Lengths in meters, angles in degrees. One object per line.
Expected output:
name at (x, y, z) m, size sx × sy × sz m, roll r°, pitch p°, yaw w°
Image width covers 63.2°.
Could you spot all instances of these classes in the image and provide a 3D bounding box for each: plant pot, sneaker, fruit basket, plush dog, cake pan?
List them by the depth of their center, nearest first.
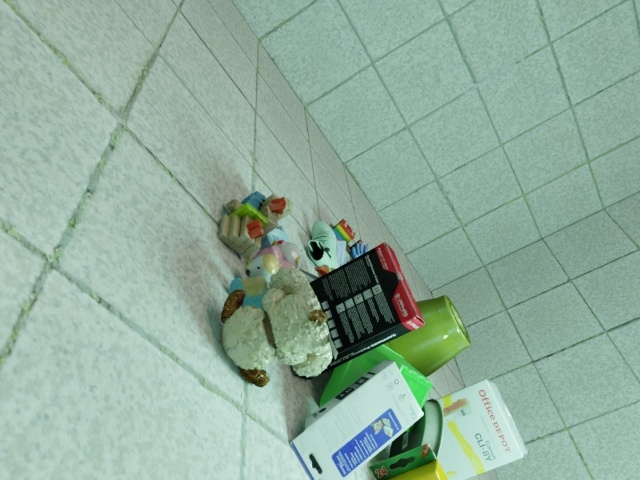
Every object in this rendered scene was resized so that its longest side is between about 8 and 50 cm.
plush dog at (-0.102, 0.201, 1.142) m, size 0.210 × 0.225 × 0.263 m, roll 140°, pitch -68°, yaw -80°
fruit basket at (0.119, 0.391, 1.582) m, size 0.391 × 0.283 × 0.392 m, roll 26°, pitch -10°, yaw 5°
cake pan at (0.290, 0.629, 1.620) m, size 0.054 × 0.293 × 0.293 m, roll 23°, pitch 23°, yaw -5°
sneaker at (0.001, 0.000, 2.018) m, size 0.151 × 0.094 × 0.256 m, roll 51°, pitch 20°, yaw -52°
plant pot at (0.436, 0.412, 2.236) m, size 0.367 × 0.352 × 0.367 m, roll 55°, pitch 16°, yaw -25°

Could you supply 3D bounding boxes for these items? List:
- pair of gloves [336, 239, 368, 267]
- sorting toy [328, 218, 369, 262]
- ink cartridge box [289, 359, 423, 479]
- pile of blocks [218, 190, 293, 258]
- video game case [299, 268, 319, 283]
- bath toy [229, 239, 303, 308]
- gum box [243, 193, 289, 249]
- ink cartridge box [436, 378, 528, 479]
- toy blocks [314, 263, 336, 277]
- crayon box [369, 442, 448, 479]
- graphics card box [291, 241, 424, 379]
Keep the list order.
pair of gloves at (0.123, 0.077, 2.153) m, size 0.023 × 0.198 × 0.160 m, roll 136°, pitch -40°, yaw -67°
sorting toy at (0.137, 0.021, 2.304) m, size 0.255 × 0.089 × 0.257 m, roll 51°, pitch 8°, yaw -3°
ink cartridge box at (0.086, 0.455, 1.281) m, size 0.166 × 0.332 × 0.065 m, roll 62°, pitch -24°, yaw -4°
pile of blocks at (-0.172, -0.088, 1.503) m, size 0.149 × 0.112 × 0.362 m, roll 53°, pitch 25°, yaw -11°
video game case at (0.073, 0.199, 1.715) m, size 0.328 × 0.036 × 0.300 m, roll 32°, pitch 0°, yaw 29°
bath toy at (-0.139, 0.082, 1.418) m, size 0.348 × 0.128 × 0.152 m, roll -62°, pitch 167°, yaw -69°
gum box at (-0.167, -0.043, 1.671) m, size 0.157 × 0.041 × 0.185 m, roll 24°, pitch 41°, yaw -64°
ink cartridge box at (0.496, 0.700, 1.870) m, size 0.160 × 0.384 × 0.279 m, roll 34°, pitch 31°, yaw -59°
toy blocks at (0.028, 0.118, 1.767) m, size 0.123 × 0.054 × 0.148 m, roll 32°, pitch 1°, yaw 32°
crayon box at (0.284, 0.757, 1.449) m, size 0.319 × 0.202 × 0.081 m, roll 62°, pitch 15°, yaw 5°
graphics card box at (0.069, 0.194, 1.403) m, size 0.094 × 0.370 × 0.233 m, roll 38°, pitch 27°, yaw -55°
